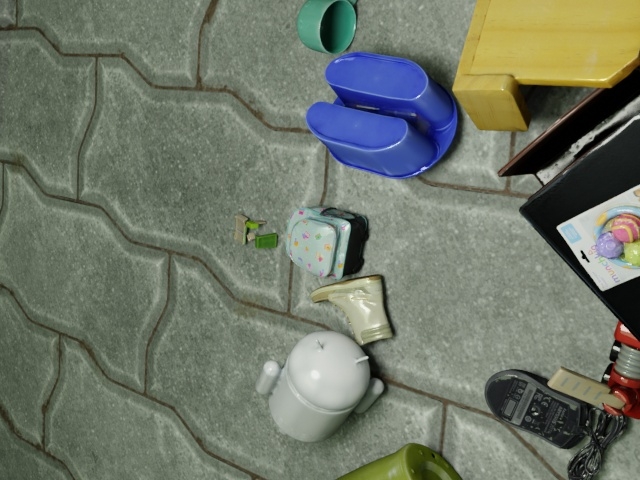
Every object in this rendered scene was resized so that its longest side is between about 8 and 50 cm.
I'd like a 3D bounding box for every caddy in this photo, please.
[{"bbox_3d":[0.136,-0.274,1.667,0.341,0.179,0.241,21,85,36],"label":"caddy"}]

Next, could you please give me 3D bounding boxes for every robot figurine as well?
[{"bbox_3d":[-0.003,0.350,1.792,0.353,0.299,0.200,115,158,-46],"label":"robot figurine"}]

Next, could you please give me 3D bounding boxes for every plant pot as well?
[{"bbox_3d":[0.150,0.650,1.667,0.353,0.366,0.366,-45,67,20],"label":"plant pot"}]

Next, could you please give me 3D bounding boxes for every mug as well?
[{"bbox_3d":[0.016,-0.520,1.777,0.097,0.157,0.130,24,133,37],"label":"mug"}]

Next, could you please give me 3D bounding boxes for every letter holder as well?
[{"bbox_3d":[0.505,-0.159,1.355,0.302,0.214,0.152,-43,69,33],"label":"letter holder"}]

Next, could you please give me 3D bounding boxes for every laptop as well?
[{"bbox_3d":[0.633,-0.068,1.227,0.382,0.408,0.236,48,165,3],"label":"laptop"}]

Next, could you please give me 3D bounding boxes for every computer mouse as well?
[{"bbox_3d":[0.469,0.358,1.538,0.272,0.072,0.189,30,111,19],"label":"computer mouse"}]

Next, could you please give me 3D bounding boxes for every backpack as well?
[{"bbox_3d":[0.000,0.000,1.825,0.188,0.144,0.166,23,114,38],"label":"backpack"}]

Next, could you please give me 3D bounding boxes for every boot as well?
[{"bbox_3d":[0.074,0.179,1.827,0.213,0.077,0.165,-15,87,38],"label":"boot"}]

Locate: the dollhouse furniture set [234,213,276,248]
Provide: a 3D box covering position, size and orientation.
[{"bbox_3d":[-0.180,-0.022,2.040,0.151,0.058,0.076,28,120,54],"label":"dollhouse furniture set"}]

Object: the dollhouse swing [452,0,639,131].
[{"bbox_3d":[0.440,-0.379,1.320,0.304,0.315,0.347,14,85,26],"label":"dollhouse swing"}]

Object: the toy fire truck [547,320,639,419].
[{"bbox_3d":[0.541,0.216,1.344,0.158,0.246,0.217,22,108,35],"label":"toy fire truck"}]

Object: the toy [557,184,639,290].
[{"bbox_3d":[0.498,-0.007,1.170,0.237,0.056,0.137,-34,92,42],"label":"toy"}]
